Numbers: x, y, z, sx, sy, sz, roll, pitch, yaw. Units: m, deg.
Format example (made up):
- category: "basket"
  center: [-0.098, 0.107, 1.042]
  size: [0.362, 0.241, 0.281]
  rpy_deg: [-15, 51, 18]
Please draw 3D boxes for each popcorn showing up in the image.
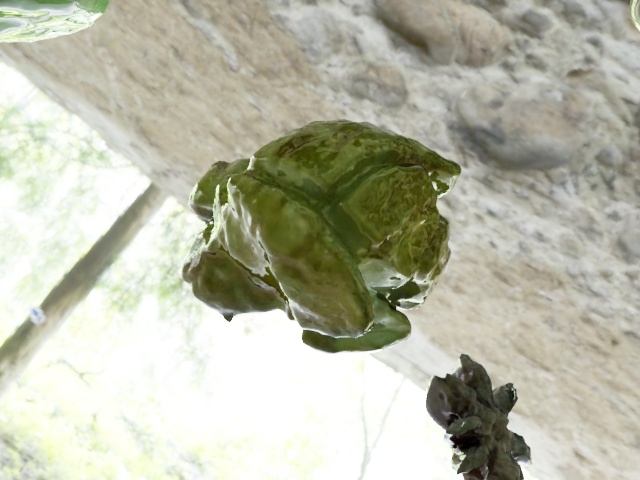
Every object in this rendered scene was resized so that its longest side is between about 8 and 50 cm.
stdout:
- category: "popcorn"
  center: [-0.001, -0.003, 0.825]
  size: [0.276, 0.225, 0.276]
  rpy_deg: [23, -35, 17]

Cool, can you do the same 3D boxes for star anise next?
- category: "star anise"
  center: [0.232, 0.276, 1.134]
  size: [0.093, 0.236, 0.229]
  rpy_deg: [-34, -46, 31]

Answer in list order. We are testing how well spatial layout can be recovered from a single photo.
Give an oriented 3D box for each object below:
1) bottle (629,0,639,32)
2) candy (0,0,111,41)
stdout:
- category: "bottle"
  center: [0.677, -0.337, 1.327]
  size: [0.351, 0.171, 0.171]
  rpy_deg: [46, -14, 23]
- category: "candy"
  center: [-0.145, -0.256, 0.330]
  size: [0.132, 0.343, 0.142]
  rpy_deg: [-1, 13, -26]
